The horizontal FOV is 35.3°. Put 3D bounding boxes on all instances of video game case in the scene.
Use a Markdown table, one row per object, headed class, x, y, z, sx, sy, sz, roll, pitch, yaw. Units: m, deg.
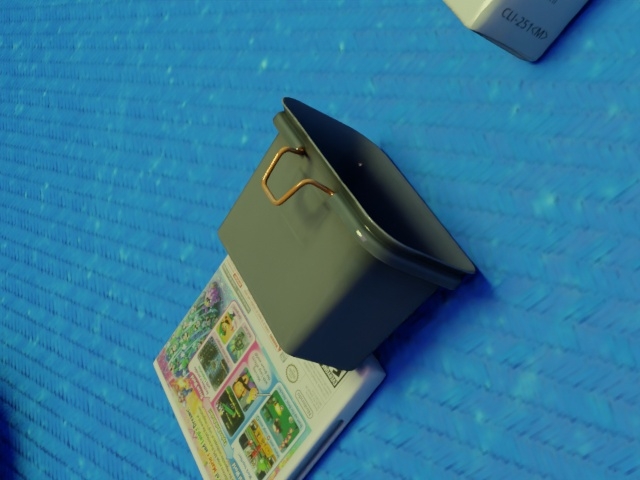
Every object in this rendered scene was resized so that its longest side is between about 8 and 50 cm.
| class | x | y | z | sx | sy | sz | roll | pitch | yaw |
| --- | --- | --- | --- | --- | --- | --- | --- | --- | --- |
| video game case | -0.040 | 0.079 | 0.623 | 0.143 | 0.019 | 0.157 | -54 | 44 | 20 |

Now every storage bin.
| class | x | y | z | sx | sy | sz | roll | pitch | yaw |
| --- | --- | --- | --- | --- | --- | --- | --- | --- | --- |
| storage bin | 0.000 | 0.000 | 0.542 | 0.091 | 0.098 | 0.135 | -52 | 45 | 18 |

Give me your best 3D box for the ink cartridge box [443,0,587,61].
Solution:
| class | x | y | z | sx | sy | sz | roll | pitch | yaw |
| --- | --- | --- | --- | --- | --- | --- | --- | --- | --- |
| ink cartridge box | 0.113 | -0.270 | 0.555 | 0.239 | 0.060 | 0.275 | -51 | 44 | 24 |
